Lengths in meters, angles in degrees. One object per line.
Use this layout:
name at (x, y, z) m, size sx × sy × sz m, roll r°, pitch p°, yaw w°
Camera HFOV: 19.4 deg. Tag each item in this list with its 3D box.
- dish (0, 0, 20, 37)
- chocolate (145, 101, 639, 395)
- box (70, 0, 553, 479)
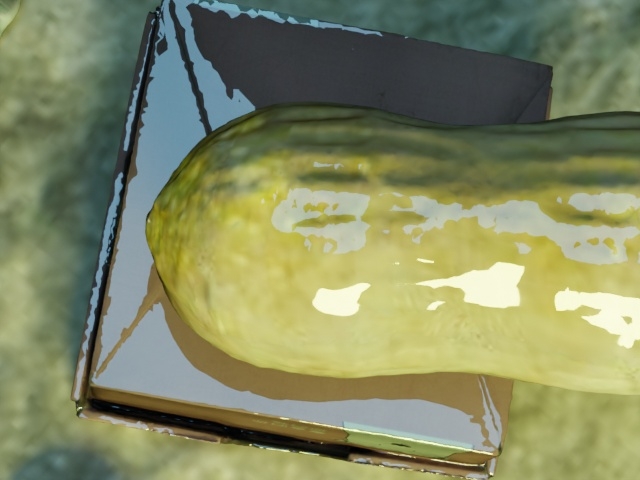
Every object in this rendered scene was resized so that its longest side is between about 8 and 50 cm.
dish at (-0.257, -0.118, 0.932) m, size 0.224 × 0.078 × 0.246 m, roll -8°, pitch 81°, yaw -8°
chocolate at (0.078, 0.002, 0.828) m, size 0.309 × 0.134 × 0.134 m, roll 3°, pitch 79°, yaw -1°
box at (0.000, 0.000, 0.927) m, size 0.215 × 0.086 × 0.215 m, roll 11°, pitch 79°, yaw -3°
